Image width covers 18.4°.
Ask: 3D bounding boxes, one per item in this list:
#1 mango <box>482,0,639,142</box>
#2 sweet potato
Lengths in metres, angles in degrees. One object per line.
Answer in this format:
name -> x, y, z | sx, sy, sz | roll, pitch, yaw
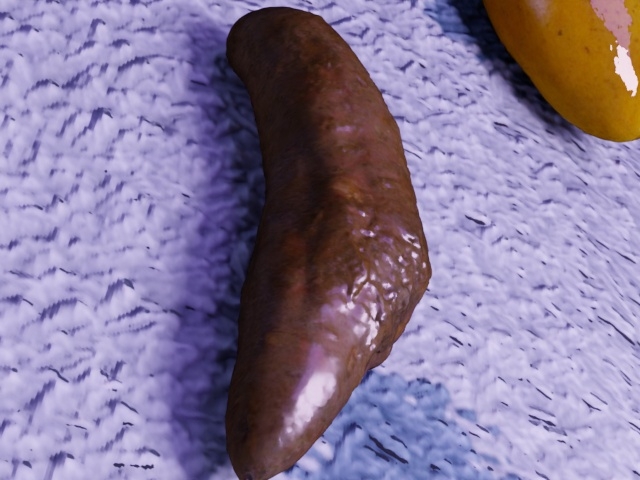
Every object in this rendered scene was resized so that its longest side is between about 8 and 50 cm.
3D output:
mango -> 0.184, -0.179, 1.406 | 0.154, 0.126, 0.252 | 20, 50, -52
sweet potato -> 0.003, -0.001, 1.068 | 0.114, 0.092, 0.341 | 9, 46, -11
